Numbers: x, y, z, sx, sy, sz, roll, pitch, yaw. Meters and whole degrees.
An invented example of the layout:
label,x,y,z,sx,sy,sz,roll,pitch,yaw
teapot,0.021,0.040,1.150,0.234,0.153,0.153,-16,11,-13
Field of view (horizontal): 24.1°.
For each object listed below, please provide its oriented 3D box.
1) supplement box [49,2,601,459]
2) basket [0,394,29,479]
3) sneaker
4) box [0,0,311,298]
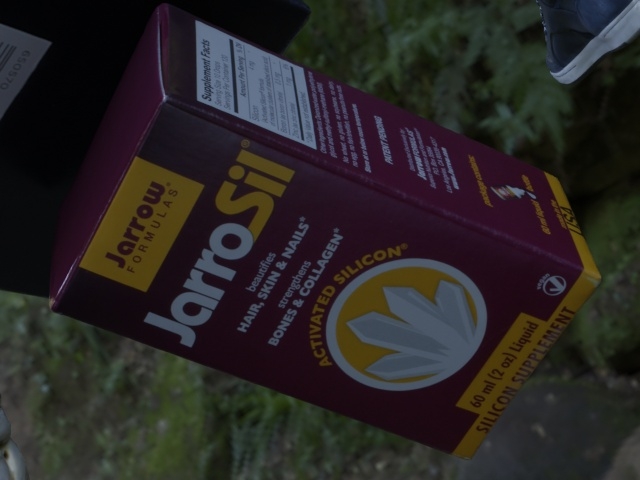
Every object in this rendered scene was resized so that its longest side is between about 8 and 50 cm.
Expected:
label,x,y,z,sx,sy,sz,roll,pitch,yaw
supplement box,0.000,0.000,0.593,0.104,0.188,0.081,-59,21,26
basket,-0.209,0.208,0.355,0.331,0.266,0.328,-19,23,2
sneaker,0.199,-0.223,1.278,0.086,0.163,0.226,-49,0,-10
box,-0.234,-0.158,0.613,0.179,0.312,0.343,-52,-34,16
